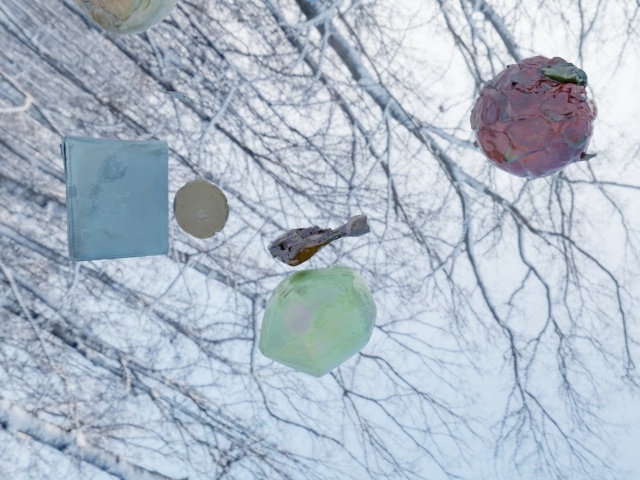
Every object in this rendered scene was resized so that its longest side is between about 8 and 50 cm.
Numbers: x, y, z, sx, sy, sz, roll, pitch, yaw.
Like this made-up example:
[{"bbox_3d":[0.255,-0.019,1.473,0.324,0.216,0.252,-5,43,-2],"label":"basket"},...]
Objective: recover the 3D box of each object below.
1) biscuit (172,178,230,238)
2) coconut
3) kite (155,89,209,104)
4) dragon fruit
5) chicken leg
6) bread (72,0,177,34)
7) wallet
[{"bbox_3d":[-0.437,-0.116,2.219,0.226,0.226,0.042,-40,-172,13],"label":"biscuit"},{"bbox_3d":[-0.017,0.213,1.597,0.329,0.281,0.328,-23,-160,9],"label":"coconut"},{"bbox_3d":[-0.396,-0.411,1.725,0.139,0.157,0.011,-149,-109,-75],"label":"kite"},{"bbox_3d":[0.429,-0.244,1.228,0.244,0.244,0.299,-51,-170,-4],"label":"dragon fruit"},{"bbox_3d":[0.000,0.000,1.538,0.305,0.093,0.113,-15,-155,34],"label":"chicken leg"},{"bbox_3d":[-0.403,-0.524,1.228,0.314,0.191,0.171,26,-140,16],"label":"bread"},{"bbox_3d":[-0.477,-0.100,1.425,0.054,0.252,0.290,7,-83,49],"label":"wallet"}]
